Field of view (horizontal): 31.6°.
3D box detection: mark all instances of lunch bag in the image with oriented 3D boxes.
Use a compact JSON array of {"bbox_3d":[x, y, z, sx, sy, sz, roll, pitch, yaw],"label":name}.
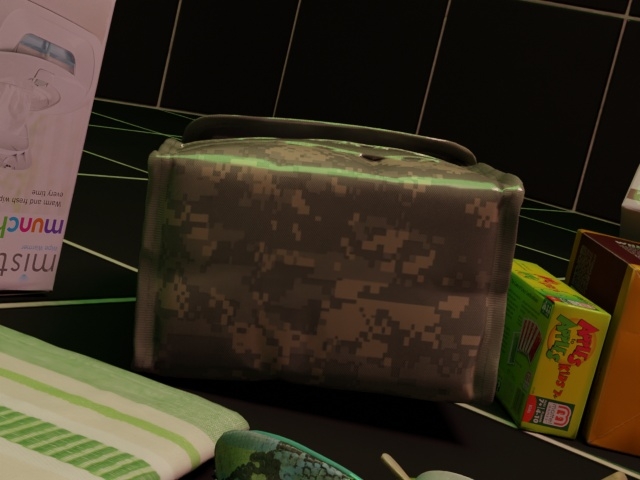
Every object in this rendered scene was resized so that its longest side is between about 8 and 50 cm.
[{"bbox_3d":[0.000,0.000,0.818,0.235,0.169,0.287,6,8,-3],"label":"lunch bag"}]

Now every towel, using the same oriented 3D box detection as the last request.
[{"bbox_3d":[-0.196,0.080,0.474,0.248,0.038,0.325,17,7,14],"label":"towel"}]

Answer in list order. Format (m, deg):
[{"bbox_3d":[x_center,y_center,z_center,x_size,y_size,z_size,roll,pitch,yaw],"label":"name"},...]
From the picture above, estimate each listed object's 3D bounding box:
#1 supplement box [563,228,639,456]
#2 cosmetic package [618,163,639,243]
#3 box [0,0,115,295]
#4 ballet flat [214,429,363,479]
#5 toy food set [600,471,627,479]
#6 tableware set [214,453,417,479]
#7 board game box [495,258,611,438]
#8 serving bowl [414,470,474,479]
[{"bbox_3d":[0.290,0.086,0.864,0.191,0.129,0.194,13,9,-1],"label":"supplement box"},{"bbox_3d":[0.346,0.022,1.057,0.127,0.107,0.238,18,-35,21],"label":"cosmetic package"},{"bbox_3d":[-0.301,-0.105,0.845,0.262,0.231,0.127,20,11,38],"label":"box"},{"bbox_3d":[0.014,0.127,0.418,0.188,0.070,0.070,17,9,37],"label":"ballet flat"},{"bbox_3d":[0.122,0.140,0.500,0.078,0.019,0.122,-32,12,-1],"label":"toy food set"},{"bbox_3d":[0.022,0.127,0.537,0.154,0.024,0.104,13,9,-6],"label":"tableware set"},{"bbox_3d":[0.159,0.074,0.860,0.043,0.092,0.181,13,8,-8],"label":"board game box"},{"bbox_3d":[0.064,0.132,0.453,0.083,0.083,0.027,20,53,37],"label":"serving bowl"}]
